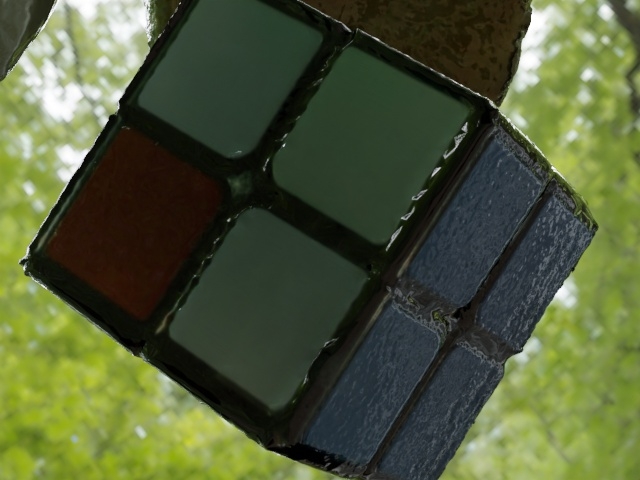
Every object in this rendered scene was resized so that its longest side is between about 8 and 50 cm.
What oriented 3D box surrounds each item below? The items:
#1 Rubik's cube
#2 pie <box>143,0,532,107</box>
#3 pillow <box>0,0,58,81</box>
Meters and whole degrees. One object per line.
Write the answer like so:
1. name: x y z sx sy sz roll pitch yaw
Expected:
1. Rubik's cube: 0.000 0.000 0.784 0.183 0.180 0.167 -55 -30 0
2. pie: 0.022 -0.188 1.203 0.306 0.306 0.071 -49 8 12
3. pillow: -0.184 -0.275 1.000 0.274 0.076 0.281 -59 -31 -34
